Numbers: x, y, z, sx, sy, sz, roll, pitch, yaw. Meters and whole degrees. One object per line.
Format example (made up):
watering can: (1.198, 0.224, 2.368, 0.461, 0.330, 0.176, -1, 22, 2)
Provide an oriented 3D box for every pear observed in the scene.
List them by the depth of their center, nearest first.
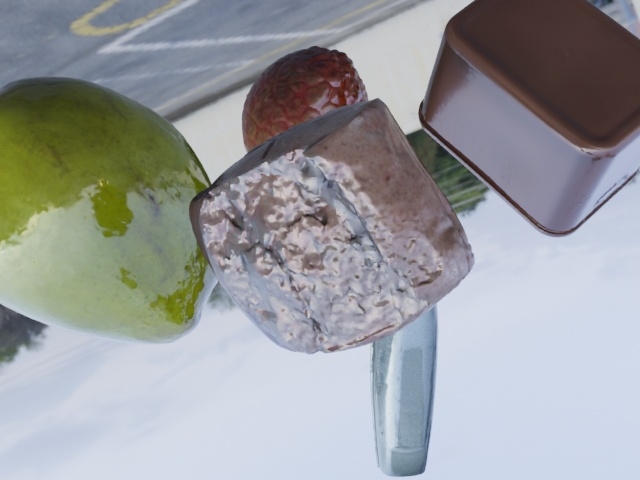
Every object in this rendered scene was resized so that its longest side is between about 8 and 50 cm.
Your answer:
pear: (-0.235, -0.024, 0.810, 0.253, 0.307, 0.253, -45, -162, 18)

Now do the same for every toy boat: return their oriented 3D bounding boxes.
toy boat: (0.093, 0.139, 0.894, 0.078, 0.260, 0.085, -2, -165, -6)

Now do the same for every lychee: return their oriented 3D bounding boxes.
lychee: (-0.026, -0.201, 1.412, 0.255, 0.255, 0.300, -25, 157, -31)

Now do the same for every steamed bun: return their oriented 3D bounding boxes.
steamed bun: (0.000, 0.000, 0.494, 0.175, 0.144, 0.106, -23, -172, 46)

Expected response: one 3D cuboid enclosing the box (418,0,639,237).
box: (0.348, -0.220, 1.229, 0.239, 0.339, 0.229, -38, 160, -18)
